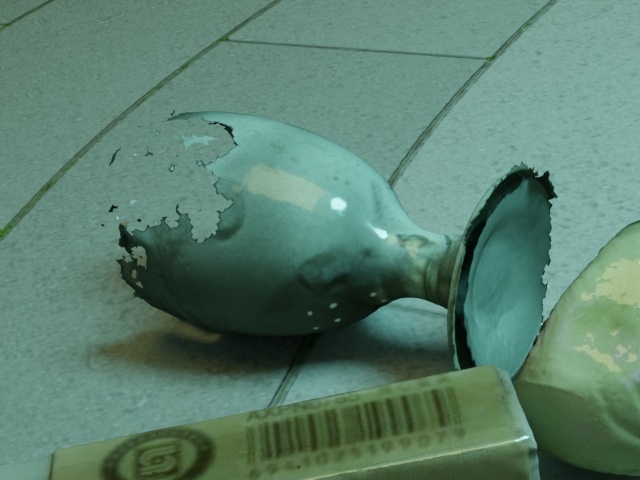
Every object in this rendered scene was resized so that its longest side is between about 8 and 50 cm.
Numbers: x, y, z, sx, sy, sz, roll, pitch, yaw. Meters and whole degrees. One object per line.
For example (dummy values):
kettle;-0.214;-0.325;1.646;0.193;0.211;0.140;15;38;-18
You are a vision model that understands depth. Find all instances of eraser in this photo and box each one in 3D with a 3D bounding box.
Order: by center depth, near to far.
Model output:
eraser;-0.041;0.178;0.729;0.344;0.144;0.078;-10;32;0

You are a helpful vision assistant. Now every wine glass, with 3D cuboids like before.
wine glass;0.004;0.003;0.971;0.357;0.190;0.190;14;38;30

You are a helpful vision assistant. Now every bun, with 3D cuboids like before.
bun;0.214;0.084;0.800;0.128;0.193;0.178;35;73;19
